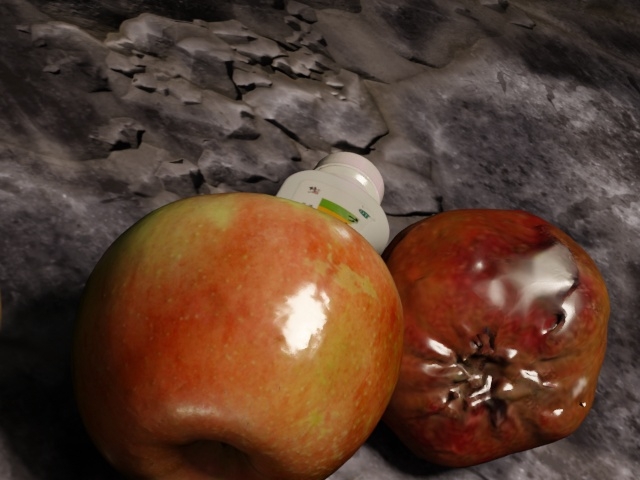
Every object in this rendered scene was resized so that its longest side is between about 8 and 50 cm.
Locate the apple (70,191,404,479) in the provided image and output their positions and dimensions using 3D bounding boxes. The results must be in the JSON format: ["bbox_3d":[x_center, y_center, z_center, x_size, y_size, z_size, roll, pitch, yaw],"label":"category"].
[{"bbox_3d":[-0.080,0.111,1.047,0.319,0.319,0.277,17,58,-18],"label":"apple"}]

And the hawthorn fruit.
[{"bbox_3d":[0.188,0.103,1.263,0.308,0.308,0.325,41,25,12],"label":"hawthorn fruit"}]

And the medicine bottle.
[{"bbox_3d":[0.000,0.000,1.394,0.161,0.111,0.296,31,35,-1],"label":"medicine bottle"}]

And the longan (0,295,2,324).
[{"bbox_3d":[-0.421,0.077,0.825,0.361,0.361,0.361,19,38,-16],"label":"longan"}]
